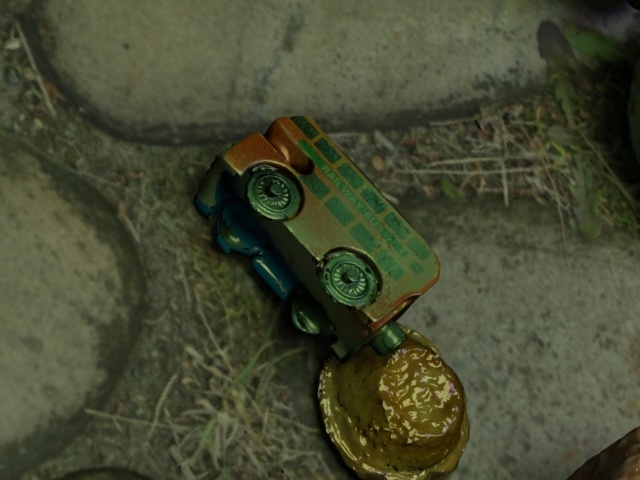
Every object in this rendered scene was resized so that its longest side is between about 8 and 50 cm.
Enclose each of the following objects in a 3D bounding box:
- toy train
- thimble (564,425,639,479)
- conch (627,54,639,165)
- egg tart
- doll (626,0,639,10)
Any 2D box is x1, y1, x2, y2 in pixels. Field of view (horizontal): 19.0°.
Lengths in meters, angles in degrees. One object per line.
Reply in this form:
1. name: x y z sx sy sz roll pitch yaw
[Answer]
1. toy train: 0.000 0.000 1.355 0.188 0.072 0.099 47 50 7
2. thimble: 0.268 0.245 1.353 0.239 0.162 0.239 14 52 -19
3. conch: 0.329 -0.085 1.571 0.172 0.131 0.200 18 29 5
4. egg tart: 0.059 0.116 1.369 0.128 0.049 0.129 12 64 -25
5. doll: 0.225 -0.336 1.566 0.340 0.209 0.318 44 56 -12
